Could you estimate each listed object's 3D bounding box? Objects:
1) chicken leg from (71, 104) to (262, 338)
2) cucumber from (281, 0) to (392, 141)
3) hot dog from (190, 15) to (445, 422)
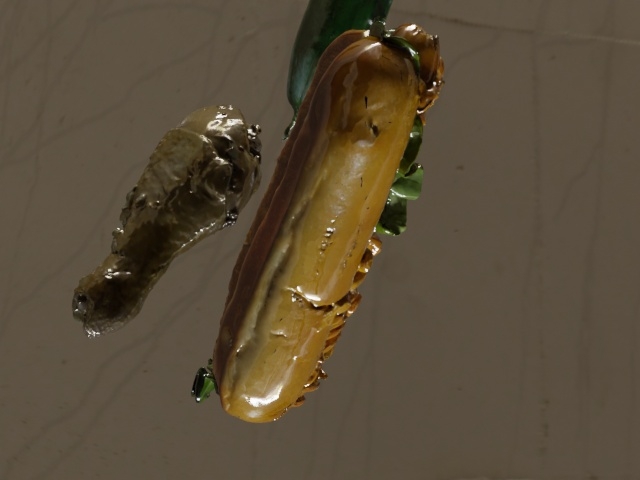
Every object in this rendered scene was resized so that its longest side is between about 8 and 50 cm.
[{"bbox_3d":[-0.106,-0.015,0.800,0.085,0.069,0.198,30,-111,15],"label":"chicken leg"},{"bbox_3d":[0.018,-0.123,0.527,0.039,0.039,0.168,14,-80,-17],"label":"cucumber"},{"bbox_3d":[0.000,0.000,0.459,0.055,0.072,0.188,18,-64,-9],"label":"hot dog"}]
